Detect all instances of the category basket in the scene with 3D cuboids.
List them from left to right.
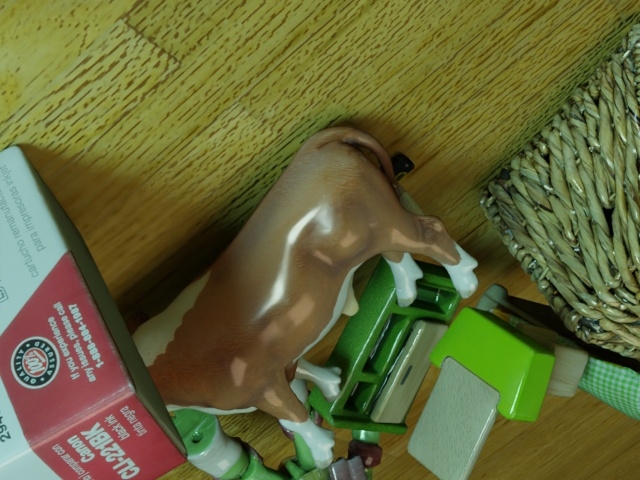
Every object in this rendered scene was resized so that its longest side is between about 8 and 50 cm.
[{"bbox_3d":[0.334,-0.029,0.997,0.299,0.213,0.223,5,134,-47],"label":"basket"}]

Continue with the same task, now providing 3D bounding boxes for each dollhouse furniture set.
[{"bbox_3d":[0.178,0.140,0.995,0.301,0.197,0.151,15,104,-43],"label":"dollhouse furniture set"}]

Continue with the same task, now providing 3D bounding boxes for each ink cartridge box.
[{"bbox_3d":[-0.248,0.100,0.665,0.273,0.197,0.114,-29,148,-6],"label":"ink cartridge box"}]

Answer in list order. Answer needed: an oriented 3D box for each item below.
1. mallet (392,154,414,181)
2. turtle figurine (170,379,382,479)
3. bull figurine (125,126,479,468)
[{"bbox_3d":[0.000,0.000,0.916,0.062,0.039,0.190,15,121,-49],"label":"mallet"},{"bbox_3d":[-0.041,0.200,1.100,0.197,0.275,0.266,-17,133,18],"label":"turtle figurine"},{"bbox_3d":[-0.033,0.060,0.859,0.188,0.101,0.310,33,109,-25],"label":"bull figurine"}]
